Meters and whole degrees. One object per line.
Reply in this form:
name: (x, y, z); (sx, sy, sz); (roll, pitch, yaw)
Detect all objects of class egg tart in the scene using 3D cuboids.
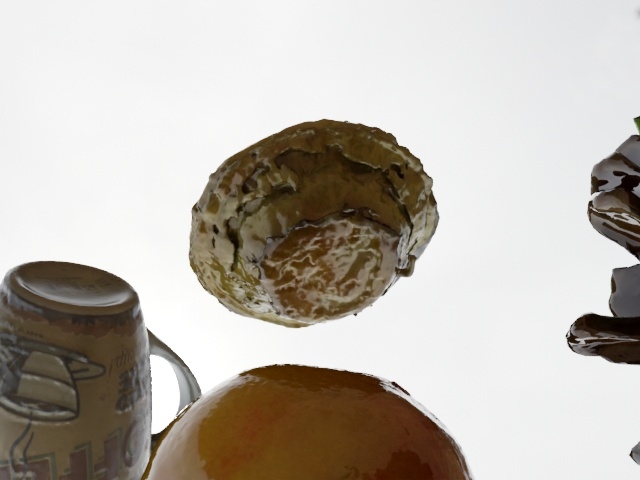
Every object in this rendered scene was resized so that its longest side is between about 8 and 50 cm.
egg tart: (0.000, 0.000, 1.376); (0.241, 0.241, 0.106); (9, -145, -26)

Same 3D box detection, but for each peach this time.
peach: (-0.003, 0.230, 1.175); (0.289, 0.289, 0.308); (42, -159, 20)

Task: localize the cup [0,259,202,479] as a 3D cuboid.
cup: (-0.239, 0.161, 1.595); (0.301, 0.257, 0.227); (-1, -156, -41)

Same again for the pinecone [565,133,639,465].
pinecone: (0.302, 0.010, 0.889); (0.384, 0.384, 0.384); (19, -145, -14)

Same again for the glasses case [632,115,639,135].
glasses case: (0.521, -0.149, 1.850); (0.062, 0.272, 0.095); (46, -154, -63)
